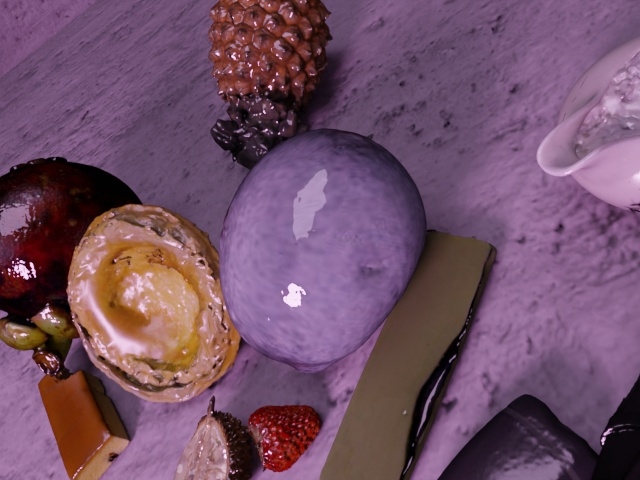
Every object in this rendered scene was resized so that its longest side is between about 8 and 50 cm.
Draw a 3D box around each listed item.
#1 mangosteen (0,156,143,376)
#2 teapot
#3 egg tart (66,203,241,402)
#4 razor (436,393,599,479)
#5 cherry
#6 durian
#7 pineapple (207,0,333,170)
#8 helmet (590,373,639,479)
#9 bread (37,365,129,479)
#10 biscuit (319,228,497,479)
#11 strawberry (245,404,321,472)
[{"bbox_3d":[-0.425,0.018,0.803,0.311,0.311,0.311,-17,53,24],"label":"mangosteen"},{"bbox_3d":[0.354,-0.140,0.468,0.299,0.166,0.208,-47,34,12],"label":"teapot"},{"bbox_3d":[-0.220,0.087,0.678,0.289,0.118,0.288,4,105,16],"label":"egg tart"},{"bbox_3d":[0.162,0.212,0.426,0.148,0.054,0.090,-45,43,0],"label":"razor"},{"bbox_3d":[0.000,0.000,0.564,0.255,0.218,0.296,-3,69,56],"label":"cherry"},{"bbox_3d":[-0.118,0.254,0.574,0.111,0.071,0.140,-3,75,40],"label":"durian"},{"bbox_3d":[-0.096,-0.247,0.823,0.223,0.223,0.357,-3,76,33],"label":"pineapple"},{"bbox_3d":[0.281,0.113,0.293,0.161,0.230,0.279,27,58,28],"label":"helmet"},{"bbox_3d":[-0.372,0.263,0.756,0.088,0.049,0.226,-51,46,-5],"label":"bread"},{"bbox_3d":[0.099,0.135,0.531,0.099,0.038,0.322,11,69,42],"label":"biscuit"},{"bbox_3d":[-0.040,0.220,0.558,0.083,0.073,0.073,-15,43,-22],"label":"strawberry"}]
